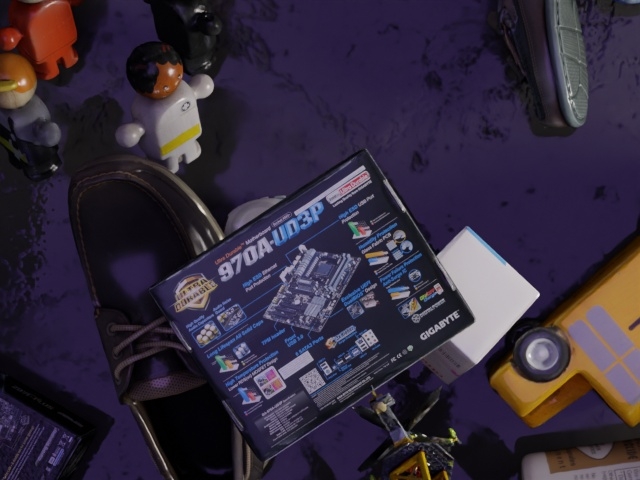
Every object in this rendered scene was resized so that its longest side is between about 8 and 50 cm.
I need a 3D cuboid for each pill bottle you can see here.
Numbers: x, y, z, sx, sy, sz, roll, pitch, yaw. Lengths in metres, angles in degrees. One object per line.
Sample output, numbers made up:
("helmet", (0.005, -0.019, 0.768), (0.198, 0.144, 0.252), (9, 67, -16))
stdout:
("pill bottle", (0.302, 0.242, 1.421), (0.229, 0.131, 0.131), (-8, 89, 4))

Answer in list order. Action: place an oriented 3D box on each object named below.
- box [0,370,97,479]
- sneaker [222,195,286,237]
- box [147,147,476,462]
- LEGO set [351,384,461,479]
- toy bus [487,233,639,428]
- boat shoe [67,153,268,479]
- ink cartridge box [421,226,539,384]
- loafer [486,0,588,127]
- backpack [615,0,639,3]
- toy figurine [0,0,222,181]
("box", (-0.323, 0.223, 1.496), (0.147, 0.077, 0.180), (29, 92, 4))
("sneaker", (0.000, 0.000, 1.471), (0.191, 0.083, 0.071), (10, 92, 6))
("box", (-0.007, 0.053, 1.321), (0.220, 0.051, 0.175), (-34, 95, -4))
("LEGO set", (0.048, 0.287, 1.346), (0.255, 0.192, 0.331), (35, 112, -25))
("toy bus", (0.309, 0.055, 1.434), (0.333, 0.108, 0.130), (-42, 88, 3))
("boat shoe", (-0.125, 0.091, 1.397), (0.132, 0.130, 0.355), (-19, 114, 8))
("ink cartridge box", (0.122, 0.063, 1.438), (0.092, 0.143, 0.090), (43, 75, 3))
("loafer", (0.188, -0.228, 1.464), (0.084, 0.096, 0.267), (-11, 82, 24))
("backpack", (0.303, -0.272, 1.446), (0.114, 0.084, 0.105), (-21, 88, -1))
("toy figurine", (-0.199, -0.169, 1.414), (0.213, 0.148, 0.209), (0, 50, 5))
